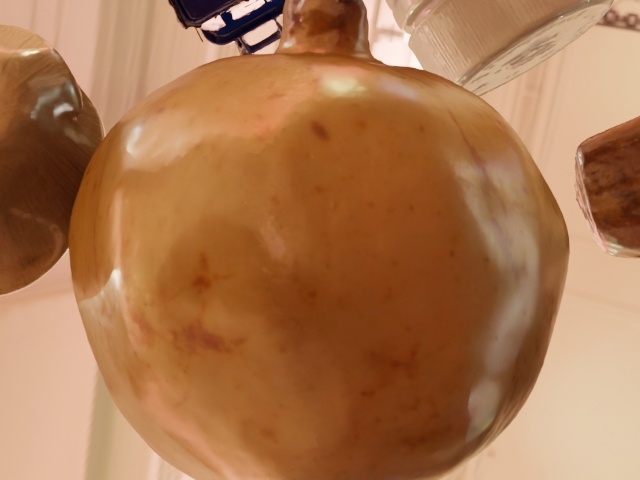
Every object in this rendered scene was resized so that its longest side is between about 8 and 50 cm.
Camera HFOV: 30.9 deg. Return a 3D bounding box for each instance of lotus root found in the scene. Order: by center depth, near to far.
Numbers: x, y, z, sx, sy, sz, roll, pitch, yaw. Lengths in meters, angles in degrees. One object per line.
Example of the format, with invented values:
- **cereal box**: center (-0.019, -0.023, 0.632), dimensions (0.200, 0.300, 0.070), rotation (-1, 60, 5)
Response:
- **lotus root**: center (0.284, -0.037, 0.970), dimensions (0.159, 0.135, 0.095), rotation (82, 173, -52)

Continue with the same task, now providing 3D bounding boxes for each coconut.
- **coconut**: center (-0.253, -0.055, 0.813), dimensions (0.224, 0.224, 0.224), rotation (-36, -46, -49)

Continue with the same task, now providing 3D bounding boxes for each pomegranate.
- **pomegranate**: center (0.000, 0.000, 0.761), dimensions (0.342, 0.342, 0.343), rotation (-36, -46, -49)

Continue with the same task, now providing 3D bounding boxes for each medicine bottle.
- **medicine bottle**: center (0.124, -0.313, 1.093), dimensions (0.190, 0.190, 0.332), rotation (-14, -103, -58)

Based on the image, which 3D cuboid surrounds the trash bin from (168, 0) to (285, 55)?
- **trash bin**: center (-0.087, -0.278, 1.153), dimensions (0.184, 0.162, 0.234), rotation (61, -171, -9)
